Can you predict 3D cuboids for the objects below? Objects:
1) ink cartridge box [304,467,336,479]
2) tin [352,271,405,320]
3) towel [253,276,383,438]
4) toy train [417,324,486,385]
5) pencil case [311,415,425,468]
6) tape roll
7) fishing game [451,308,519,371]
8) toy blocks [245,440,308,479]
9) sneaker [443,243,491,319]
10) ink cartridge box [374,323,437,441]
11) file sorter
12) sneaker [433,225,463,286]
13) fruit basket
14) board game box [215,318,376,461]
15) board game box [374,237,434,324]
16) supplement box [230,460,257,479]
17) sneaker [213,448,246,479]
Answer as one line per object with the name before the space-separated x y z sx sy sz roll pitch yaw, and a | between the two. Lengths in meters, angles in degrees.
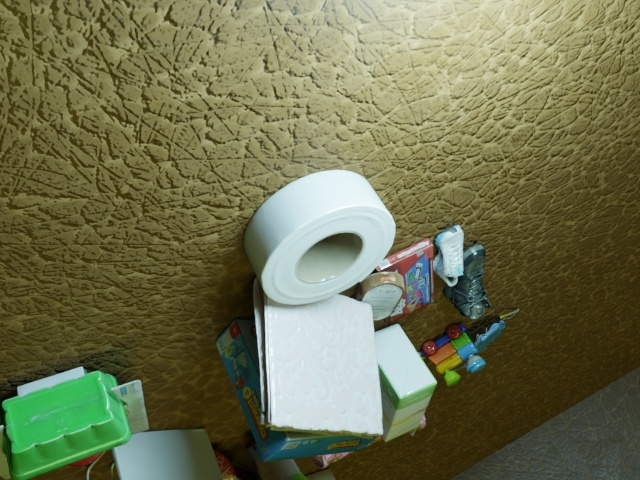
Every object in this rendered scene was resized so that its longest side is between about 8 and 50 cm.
ink cartridge box | -0.087 0.966 2.525 0.283 0.117 0.207 -8 141 -29
tin | 0.135 0.137 1.640 0.106 0.040 0.189 5 144 -11
towel | -0.001 0.249 1.452 0.332 0.316 0.053 20 145 -41
toy train | 0.361 0.375 2.063 0.248 0.143 0.105 -36 146 8
pencil case | 0.132 0.573 2.138 0.386 0.160 0.167 -16 145 -19
tape roll | 0.000 0.000 1.335 0.286 0.100 0.286 -20 145 -15
fishing game | 0.508 0.314 2.174 0.189 0.041 0.264 -9 139 -49
toy blocks | -0.125 0.702 2.039 0.191 0.261 0.381 -26 142 -16
sneaker | 0.394 0.114 1.759 0.087 0.130 0.227 -16 142 -23
ink cartridge box | 0.194 0.420 1.936 0.119 0.207 0.353 -20 145 -19
file sorter | -0.417 0.608 1.739 0.278 0.192 0.173 10 132 -44
sneaker | 0.318 0.041 1.646 0.071 0.083 0.190 -21 144 -10
fruit basket | -0.529 0.395 1.444 0.327 0.165 0.353 -17 160 -19
board game box | -0.047 0.328 1.547 0.308 0.302 0.086 12 129 -45
board game box | 0.211 0.108 1.703 0.145 0.027 0.281 -25 146 -6
supplement box | -0.251 0.814 2.131 0.129 0.194 0.191 -32 147 2
sneaker | -0.286 0.674 1.994 0.087 0.221 0.128 -41 -167 -17
